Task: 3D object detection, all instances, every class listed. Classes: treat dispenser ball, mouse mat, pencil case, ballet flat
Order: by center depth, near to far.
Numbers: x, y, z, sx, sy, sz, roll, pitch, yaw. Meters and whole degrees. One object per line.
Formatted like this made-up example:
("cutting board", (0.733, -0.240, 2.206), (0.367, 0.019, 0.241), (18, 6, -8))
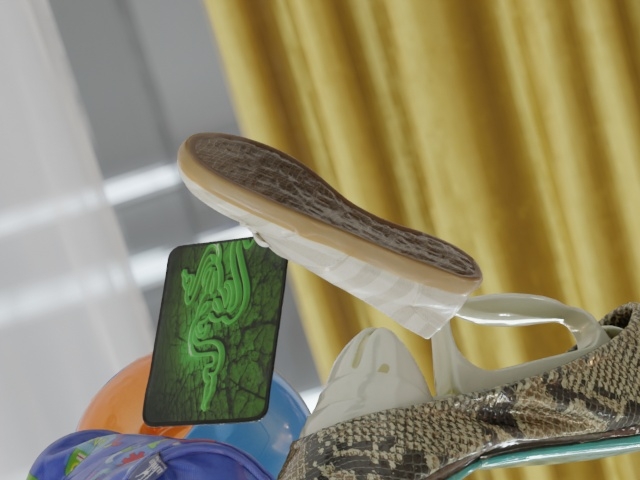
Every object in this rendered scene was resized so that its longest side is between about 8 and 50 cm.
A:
("pencil case", (-0.133, 0.202, 1.366), (0.133, 0.119, 0.306), (-21, -176, -23))
("ballet flat", (0.118, 0.145, 1.629), (0.482, 0.182, 0.164), (-13, 171, -33))
("mouse mat", (-0.100, 0.086, 1.787), (0.152, 0.190, 0.007), (-7, 154, 34))
("treat dispenser ball", (-0.138, 0.258, 2.081), (0.288, 0.288, 0.288), (-17, -167, 4))

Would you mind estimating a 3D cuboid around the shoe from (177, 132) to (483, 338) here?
("shoe", (0.000, 0.000, 1.198), (0.058, 0.219, 0.076), (-56, -162, 26))
